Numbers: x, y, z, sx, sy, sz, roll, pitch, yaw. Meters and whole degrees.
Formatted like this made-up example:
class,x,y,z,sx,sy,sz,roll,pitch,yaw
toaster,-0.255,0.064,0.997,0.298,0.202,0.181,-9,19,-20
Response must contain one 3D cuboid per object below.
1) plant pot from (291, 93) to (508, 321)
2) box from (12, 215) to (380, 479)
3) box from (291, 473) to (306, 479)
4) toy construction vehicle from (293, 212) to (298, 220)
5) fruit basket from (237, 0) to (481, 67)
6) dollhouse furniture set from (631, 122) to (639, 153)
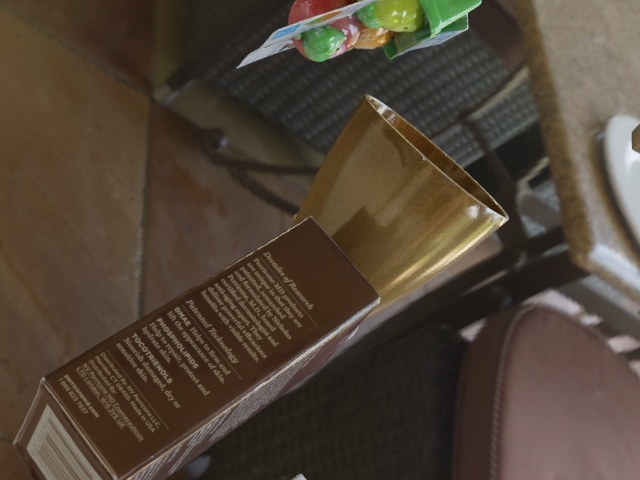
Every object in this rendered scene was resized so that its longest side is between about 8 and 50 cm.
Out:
class,x,y,z,sx,sy,sz,roll,pitch,yaw
plant pot,0.064,-0.015,1.505,0.237,0.254,0.237,40,12,-10
box,-0.132,0.143,1.303,0.381,0.191,0.143,-30,76,-36
box,-0.032,0.290,1.098,0.101,0.087,0.102,51,15,7
toy construction vehicle,0.000,0.000,1.711,0.098,0.035,0.086,52,35,5
fruit basket,0.060,-0.341,1.863,0.353,0.327,0.165,-27,95,-13
dollhouse furniture set,0.393,-0.069,1.102,0.151,0.144,0.123,23,50,-12
